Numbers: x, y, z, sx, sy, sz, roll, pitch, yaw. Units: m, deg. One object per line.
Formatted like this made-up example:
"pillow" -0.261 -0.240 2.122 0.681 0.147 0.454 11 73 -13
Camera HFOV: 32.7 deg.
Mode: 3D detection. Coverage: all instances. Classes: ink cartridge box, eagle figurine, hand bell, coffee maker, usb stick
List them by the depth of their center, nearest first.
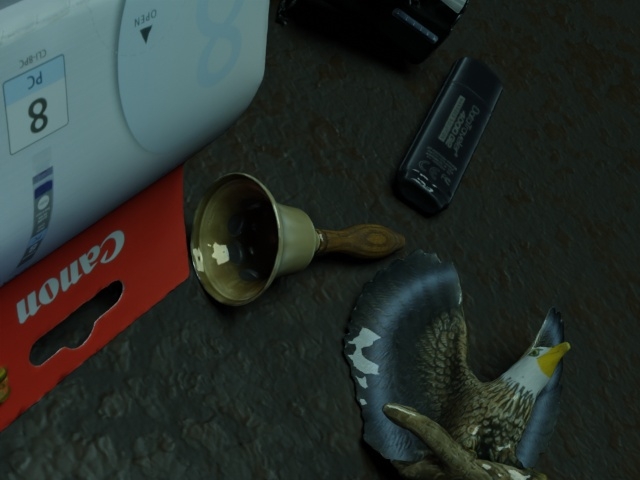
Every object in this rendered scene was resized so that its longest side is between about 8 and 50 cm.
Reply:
"ink cartridge box" -0.161 -0.035 0.820 0.091 0.385 0.308 23 40 23
"eagle figurine" 0.149 0.157 1.030 0.298 0.225 0.226 -93 167 -69
"hand bell" 0.000 0.000 1.109 0.242 0.126 0.126 1 55 -47
"usb stick" 0.161 -0.134 1.332 0.077 0.045 0.278 39 45 -9
"coffee maker" 0.069 -0.305 1.353 0.178 0.171 0.120 30 50 -32
